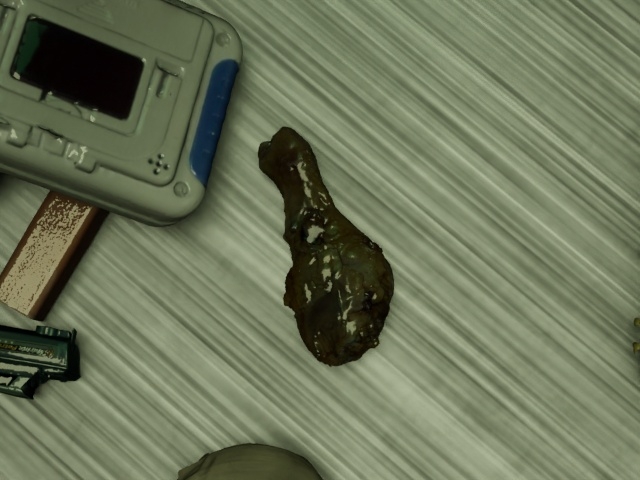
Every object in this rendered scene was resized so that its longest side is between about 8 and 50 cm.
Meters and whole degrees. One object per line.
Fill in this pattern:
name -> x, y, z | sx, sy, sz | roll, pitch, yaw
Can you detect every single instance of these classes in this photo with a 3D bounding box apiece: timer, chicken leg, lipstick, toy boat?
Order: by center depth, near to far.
timer -> -0.191, -0.129, 1.048 | 0.253, 0.078, 0.178 | 20, 71, -21
chicken leg -> 0.002, 0.000, 1.092 | 0.085, 0.069, 0.198 | -27, 75, 24
toy boat -> -0.264, 0.091, 1.096 | 0.141, 0.055, 0.060 | 9, 78, 4
lipstick -> -0.209, -0.008, 1.109 | 0.045, 0.045, 0.145 | 30, 85, 4

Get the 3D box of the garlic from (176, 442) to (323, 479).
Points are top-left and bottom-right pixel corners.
garlic -> -0.056, 0.273, 1.024 | 0.178, 0.143, 0.229 | -9, 92, 1

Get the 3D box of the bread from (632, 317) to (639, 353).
bread -> 0.328, -0.006, 1.025 | 0.147, 0.160, 0.261 | 12, 78, -2
